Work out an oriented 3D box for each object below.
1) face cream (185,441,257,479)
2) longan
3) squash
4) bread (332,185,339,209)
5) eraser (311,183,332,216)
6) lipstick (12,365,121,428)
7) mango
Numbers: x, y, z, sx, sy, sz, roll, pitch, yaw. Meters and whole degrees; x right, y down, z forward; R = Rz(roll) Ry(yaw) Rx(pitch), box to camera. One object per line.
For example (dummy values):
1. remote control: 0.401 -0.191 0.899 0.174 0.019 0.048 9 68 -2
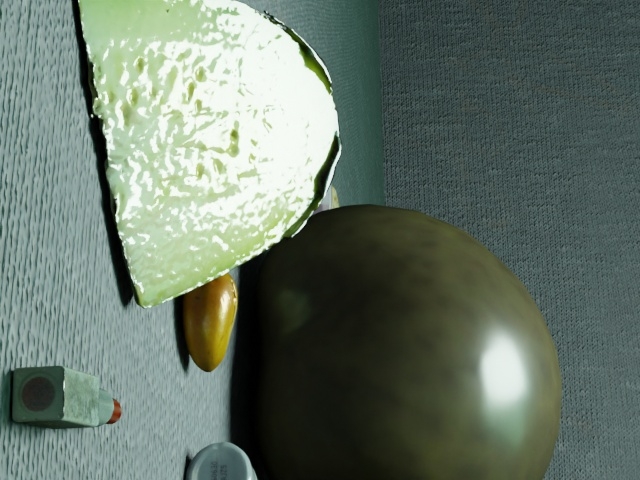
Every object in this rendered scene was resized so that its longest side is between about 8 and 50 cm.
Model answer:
1. face cream: -0.070 0.256 1.036 0.198 0.057 0.084 76 9 -50
2. longan: 0.088 0.153 1.296 0.404 0.336 0.404 33 40 -32
3. squash: -0.069 -0.092 0.881 0.204 0.155 0.236 -77 163 -71
4. bread: 0.000 0.000 1.643 0.122 0.073 0.149 -78 162 -58
5. eraser: -0.017 -0.051 1.573 0.026 0.065 0.105 70 17 -61
6. lipstick: -0.141 0.095 0.685 0.129 0.030 0.030 59 28 -75
7. mango: -0.094 0.068 0.999 0.060 0.046 0.089 -25 115 -83
